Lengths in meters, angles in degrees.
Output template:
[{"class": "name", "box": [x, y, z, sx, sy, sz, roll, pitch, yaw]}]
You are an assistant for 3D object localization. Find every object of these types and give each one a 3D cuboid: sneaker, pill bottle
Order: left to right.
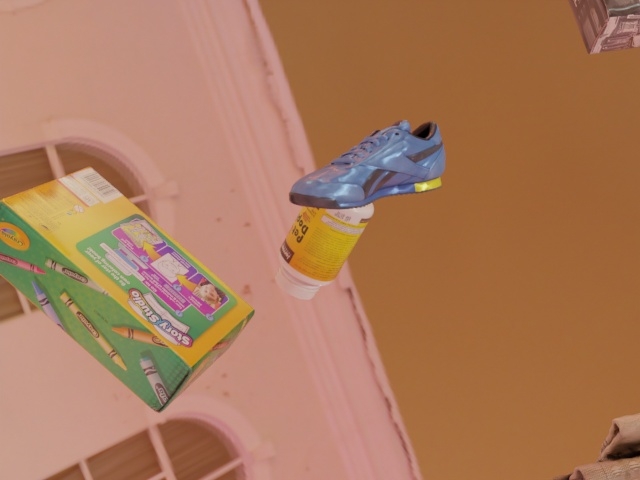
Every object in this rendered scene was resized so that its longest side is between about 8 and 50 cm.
[{"class": "pill bottle", "box": [0.000, 0.000, 1.474, 0.117, 0.117, 0.215, 42, -64, 28]}, {"class": "sneaker", "box": [0.050, -0.083, 0.848, 0.069, 0.209, 0.082, 20, -63, 46]}]

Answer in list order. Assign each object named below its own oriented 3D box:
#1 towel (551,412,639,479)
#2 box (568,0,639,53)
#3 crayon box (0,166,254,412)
[{"class": "towel", "box": [0.366, 0.222, 0.820, 0.312, 0.324, 0.056, 85, -14, -58]}, {"class": "box", "box": [0.440, -0.363, 0.980, 0.076, 0.307, 0.242, 96, -15, -67]}, {"class": "crayon box", "box": [-0.229, 0.047, 0.931, 0.278, 0.165, 0.081, 41, -63, 4]}]
